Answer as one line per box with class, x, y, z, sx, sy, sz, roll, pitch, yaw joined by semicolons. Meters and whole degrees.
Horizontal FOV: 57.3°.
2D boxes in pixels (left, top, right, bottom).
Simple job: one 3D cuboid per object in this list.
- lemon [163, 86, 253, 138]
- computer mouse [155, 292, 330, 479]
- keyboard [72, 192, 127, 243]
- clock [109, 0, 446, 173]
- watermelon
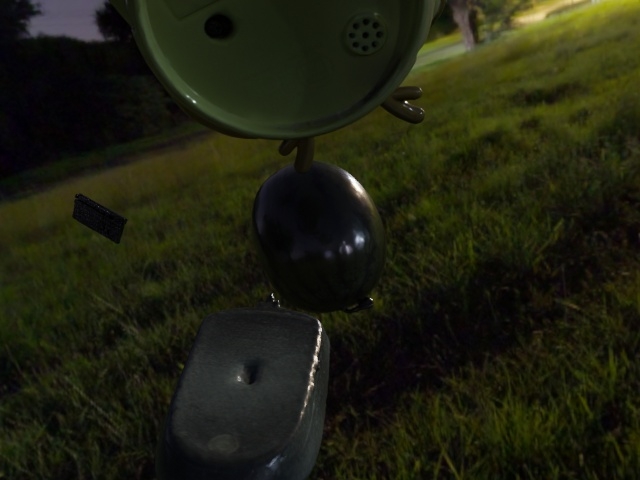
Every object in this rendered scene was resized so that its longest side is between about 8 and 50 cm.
lemon;-0.112;-0.295;0.888;0.297;0.297;0.297;-12;18;4
computer mouse;-0.052;0.115;0.425;0.113;0.068;0.229;5;22;2
keyboard;-0.473;-0.049;1.241;0.196;0.060;0.018;22;9;38
clock;-0.024;-0.171;0.409;0.235;0.308;0.096;-21;44;13
watermelon;0.000;0.000;1.242;0.279;0.359;0.279;-18;-22;-7
